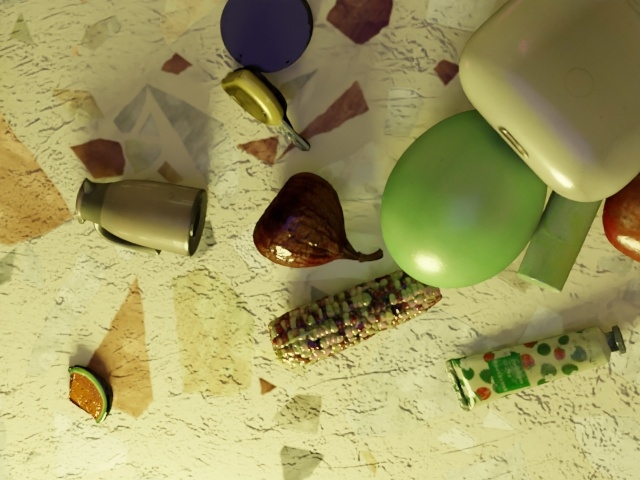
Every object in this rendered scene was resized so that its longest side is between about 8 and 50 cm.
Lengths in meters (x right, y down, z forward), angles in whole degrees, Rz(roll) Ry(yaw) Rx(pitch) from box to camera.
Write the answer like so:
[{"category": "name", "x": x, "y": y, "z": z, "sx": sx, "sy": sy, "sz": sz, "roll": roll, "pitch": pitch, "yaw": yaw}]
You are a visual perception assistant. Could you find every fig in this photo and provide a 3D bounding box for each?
[{"category": "fig", "x": 0.000, "y": 0.000, "z": 1.815, "sx": 0.201, "sy": 0.134, "sz": 0.146, "roll": 39, "pitch": 116, "yaw": -17}]

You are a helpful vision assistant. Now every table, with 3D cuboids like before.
[{"category": "table", "x": -0.078, "y": -0.313, "z": 1.758, "sx": 0.133, "sy": 0.043, "sz": 0.133, "roll": 1, "pitch": 108, "yaw": 4}]

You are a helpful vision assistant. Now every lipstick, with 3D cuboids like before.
[{"category": "lipstick", "x": 0.374, "y": -0.075, "z": 1.732, "sx": 0.076, "sy": 0.076, "sz": 0.304, "roll": 24, "pitch": 87, "yaw": -3}]

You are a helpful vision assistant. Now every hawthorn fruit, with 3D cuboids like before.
[{"category": "hawthorn fruit", "x": 0.472, "y": -0.042, "z": 1.755, "sx": 0.203, "sy": 0.162, "sz": 0.162, "roll": 10, "pitch": 110, "yaw": 23}]

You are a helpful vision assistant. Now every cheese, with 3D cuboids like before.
[{"category": "cheese", "x": -0.074, "y": -0.190, "z": 1.791, "sx": 0.162, "sy": 0.086, "sz": 0.036, "roll": 43, "pitch": 68, "yaw": -23}]

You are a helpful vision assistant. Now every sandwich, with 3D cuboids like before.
[{"category": "sandwich", "x": -0.378, "y": 0.246, "z": 1.975, "sx": 0.101, "sy": 0.026, "sz": 0.069, "roll": 40, "pitch": 111, "yaw": -5}]

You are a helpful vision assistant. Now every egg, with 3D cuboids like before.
[{"category": "egg", "x": 0.207, "y": -0.059, "z": 1.724, "sx": 0.220, "sy": 0.220, "sz": 0.270, "roll": 37, "pitch": 96, "yaw": -7}]

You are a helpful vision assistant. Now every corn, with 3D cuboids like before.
[{"category": "corn", "x": 0.050, "y": 0.114, "z": 1.867, "sx": 0.280, "sy": 0.092, "sz": 0.092, "roll": -24, "pitch": 104, "yaw": 7}]

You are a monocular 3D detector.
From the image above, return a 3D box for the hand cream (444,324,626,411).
[{"category": "hand cream", "x": 0.336, "y": 0.192, "z": 1.882, "sx": 0.276, "sy": 0.059, "sz": 0.095, "roll": -19, "pitch": 103, "yaw": 15}]

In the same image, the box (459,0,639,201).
[{"category": "box", "x": 0.376, "y": -0.241, "z": 1.623, "sx": 0.349, "sy": 0.141, "sz": 0.289, "roll": -42, "pitch": 88, "yaw": -16}]

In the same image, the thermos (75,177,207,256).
[{"category": "thermos", "x": -0.279, "y": -0.033, "z": 1.844, "sx": 0.193, "sy": 0.105, "sz": 0.137, "roll": 10, "pitch": 140, "yaw": 5}]
